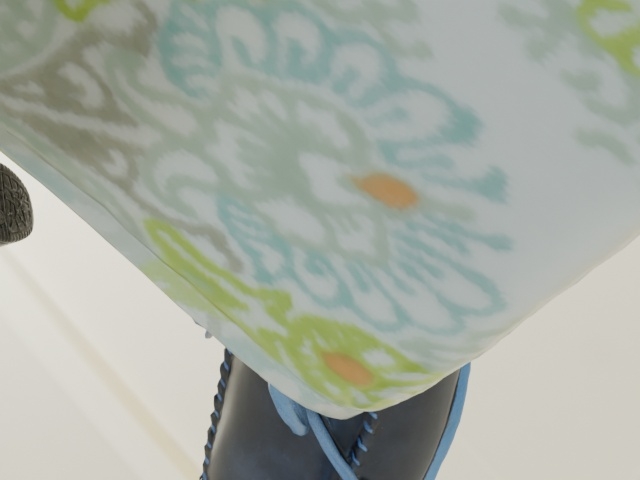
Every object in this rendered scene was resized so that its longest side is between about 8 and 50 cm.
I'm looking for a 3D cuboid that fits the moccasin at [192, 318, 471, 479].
[{"bbox_3d":[0.000,0.000,0.849,0.117,0.138,0.342,4,-76,-51],"label":"moccasin"}]

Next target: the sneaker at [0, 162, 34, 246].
[{"bbox_3d":[-0.243,-0.015,1.101,0.089,0.051,0.170,-13,-7,25],"label":"sneaker"}]

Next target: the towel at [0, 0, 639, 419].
[{"bbox_3d":[-0.025,-0.132,0.410,0.090,0.320,0.374,-54,6,-33],"label":"towel"}]
